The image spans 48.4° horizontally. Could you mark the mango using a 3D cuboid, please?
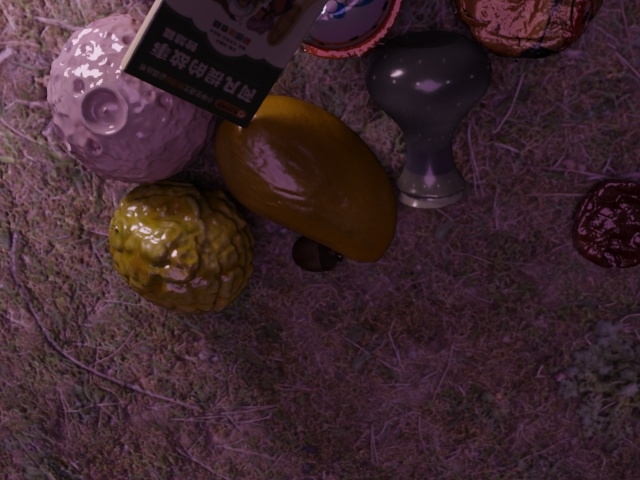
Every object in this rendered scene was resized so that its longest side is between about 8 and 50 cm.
[{"bbox_3d":[-0.013,-0.108,1.133,0.332,0.142,0.195,26,92,-11],"label":"mango"}]

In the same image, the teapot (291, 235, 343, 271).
[{"bbox_3d":[0.000,0.000,1.221,0.080,0.085,0.110,-3,80,32],"label":"teapot"}]

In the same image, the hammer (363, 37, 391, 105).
[{"bbox_3d":[0.088,-0.267,1.132,0.036,0.019,0.110,19,116,1],"label":"hammer"}]

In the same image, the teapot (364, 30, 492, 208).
[{"bbox_3d":[0.163,-0.179,1.076,0.184,0.183,0.250,-2,119,8],"label":"teapot"}]

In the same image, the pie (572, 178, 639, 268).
[{"bbox_3d":[0.480,-0.026,1.152,0.154,0.038,0.153,2,106,5],"label":"pie"}]

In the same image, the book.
[{"bbox_3d":[-0.115,-0.297,0.950,0.202,0.027,0.264,21,114,-37],"label":"book"}]

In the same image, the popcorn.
[{"bbox_3d":[-0.237,0.015,1.174,0.237,0.205,0.252,30,156,-27],"label":"popcorn"}]

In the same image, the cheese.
[{"bbox_3d":[-0.023,-0.359,1.053,0.330,0.129,0.216,-16,105,13],"label":"cheese"}]

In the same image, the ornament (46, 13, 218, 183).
[{"bbox_3d":[-0.285,-0.214,1.086,0.260,0.225,0.259,2,110,6],"label":"ornament"}]

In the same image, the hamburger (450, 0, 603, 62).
[{"bbox_3d":[0.293,-0.373,1.021,0.231,0.107,0.230,4,112,10],"label":"hamburger"}]
